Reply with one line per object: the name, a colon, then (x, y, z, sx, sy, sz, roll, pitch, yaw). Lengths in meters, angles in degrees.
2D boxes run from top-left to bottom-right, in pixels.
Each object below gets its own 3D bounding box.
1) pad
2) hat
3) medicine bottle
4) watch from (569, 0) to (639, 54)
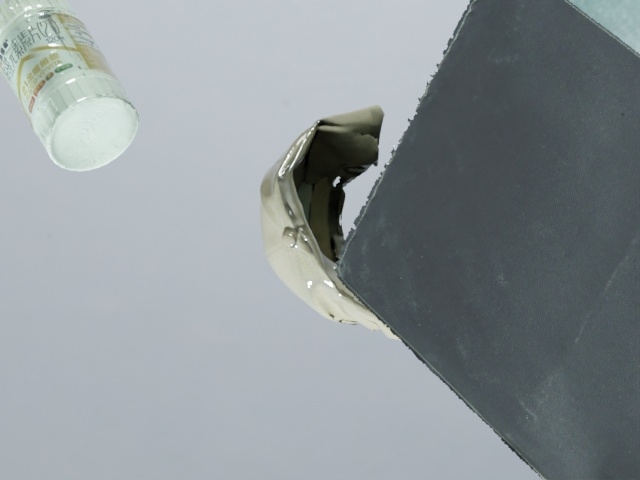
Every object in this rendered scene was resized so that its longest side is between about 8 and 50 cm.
pad: (0.084, 0.020, 0.464, 0.193, 0.004, 0.116, 43, 119, 32)
hat: (0.000, 0.000, 1.090, 0.085, 0.175, 0.147, -12, 91, -10)
medicine bottle: (-0.121, -0.075, 0.815, 0.047, 0.083, 0.047, -21, 142, -17)
watch: (0.181, -0.160, 0.943, 0.162, 0.241, 0.253, -34, 68, 12)
